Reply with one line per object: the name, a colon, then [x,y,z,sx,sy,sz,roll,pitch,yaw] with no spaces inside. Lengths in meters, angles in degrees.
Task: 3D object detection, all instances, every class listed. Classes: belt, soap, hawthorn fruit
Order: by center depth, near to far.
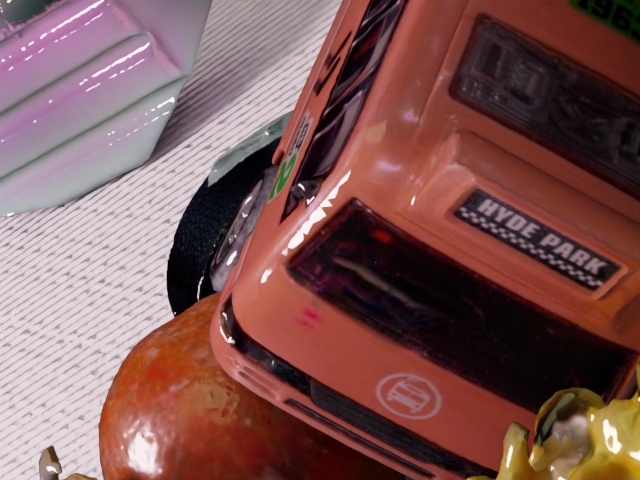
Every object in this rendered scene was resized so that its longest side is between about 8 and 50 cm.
hawthorn fruit: [-0.034,0.114,1.013,0.173,0.173,0.173,-33,31,23]
belt: [0.000,0.000,1.125,0.198,0.151,0.078,-45,27,-3]
soap: [-0.235,-0.132,1.570,0.324,0.193,0.109,-26,32,34]

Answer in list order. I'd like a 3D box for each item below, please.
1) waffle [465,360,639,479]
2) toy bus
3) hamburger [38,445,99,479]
waffle: [0.122,0.189,0.684,0.329,0.062,0.329,-29,50,42]
toy bus: [0.114,-0.094,0.975,0.233,0.203,0.427,-51,13,54]
hamburger: [-0.156,0.270,0.922,0.290,0.170,0.314,40,109,57]
